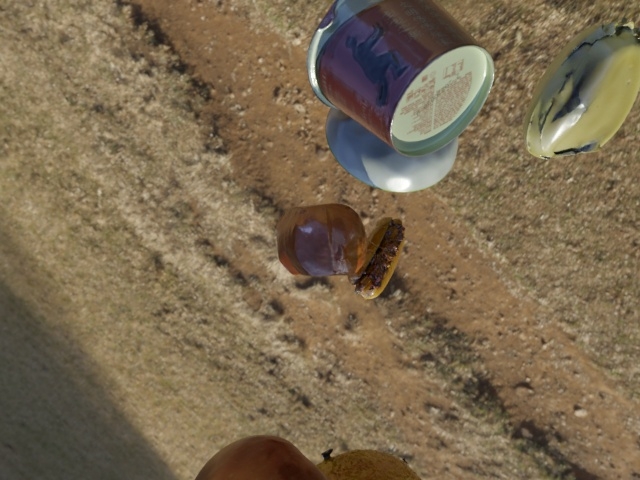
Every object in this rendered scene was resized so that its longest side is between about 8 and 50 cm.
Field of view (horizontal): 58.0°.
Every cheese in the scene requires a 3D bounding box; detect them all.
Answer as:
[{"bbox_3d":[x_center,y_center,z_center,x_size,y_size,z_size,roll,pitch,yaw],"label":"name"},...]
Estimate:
[{"bbox_3d":[0.580,-0.327,1.254,0.128,0.260,0.316,56,155,34],"label":"cheese"}]

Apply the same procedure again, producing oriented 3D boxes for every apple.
[{"bbox_3d":[-0.078,0.360,0.699,0.230,0.230,0.230,22,134,25],"label":"apple"}]

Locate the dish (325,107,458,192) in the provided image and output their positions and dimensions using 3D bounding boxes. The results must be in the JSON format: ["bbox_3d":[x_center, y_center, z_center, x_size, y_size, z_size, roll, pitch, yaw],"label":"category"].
[{"bbox_3d":[0.180,-0.279,1.339,0.324,0.324,0.124,37,152,10],"label":"dish"}]

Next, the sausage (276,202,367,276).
[{"bbox_3d":[0.000,-0.001,1.150,0.268,0.153,0.141,-177,81,-72],"label":"sausage"}]

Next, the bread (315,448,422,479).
[{"bbox_3d":[0.063,0.570,1.001,0.215,0.398,0.398,44,153,55],"label":"bread"}]

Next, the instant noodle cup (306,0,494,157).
[{"bbox_3d":[0.123,-0.243,0.839,0.178,0.235,0.234,53,146,32],"label":"instant noodle cup"}]

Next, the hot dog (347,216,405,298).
[{"bbox_3d":[0.139,0.039,1.330,0.076,0.249,0.102,-13,123,44],"label":"hot dog"}]
